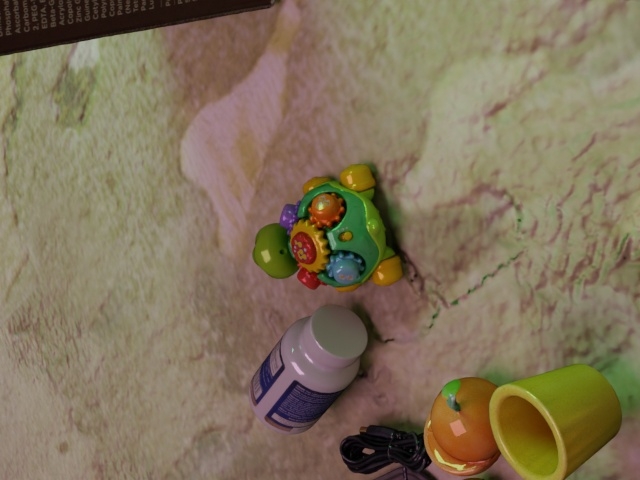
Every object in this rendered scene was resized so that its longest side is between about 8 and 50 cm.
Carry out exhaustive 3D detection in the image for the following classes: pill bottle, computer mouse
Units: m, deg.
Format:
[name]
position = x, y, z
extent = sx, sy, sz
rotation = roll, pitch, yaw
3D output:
[pill bottle]
position = -0.008, 0.103, 1.001
extent = 0.067, 0.067, 0.120
rotation = 55, 141, 17
[computer mouse]
position = 0.064, 0.241, 0.969
extent = 0.106, 0.042, 0.193
rotation = -3, 99, 50

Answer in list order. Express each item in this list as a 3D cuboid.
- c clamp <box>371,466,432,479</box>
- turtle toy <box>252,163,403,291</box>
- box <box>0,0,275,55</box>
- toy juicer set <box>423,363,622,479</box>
[c clamp]
position = 0.076, 0.254, 1.007
extent = 0.160, 0.022, 0.137
rotation = -30, 84, 52
[turtle toy]
position = 0.000, 0.000, 0.943
extent = 0.130, 0.066, 0.095
rotation = -14, 96, 52
[box]
position = -0.234, -0.218, 0.865
extent = 0.191, 0.381, 0.143
rotation = 25, 125, 42
[toy juicer set]
position = 0.146, 0.243, 0.843
extent = 0.209, 0.089, 0.329
rotation = -8, 102, 61
